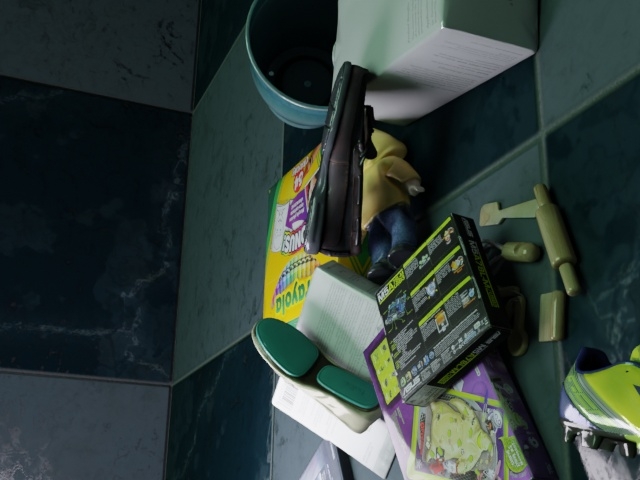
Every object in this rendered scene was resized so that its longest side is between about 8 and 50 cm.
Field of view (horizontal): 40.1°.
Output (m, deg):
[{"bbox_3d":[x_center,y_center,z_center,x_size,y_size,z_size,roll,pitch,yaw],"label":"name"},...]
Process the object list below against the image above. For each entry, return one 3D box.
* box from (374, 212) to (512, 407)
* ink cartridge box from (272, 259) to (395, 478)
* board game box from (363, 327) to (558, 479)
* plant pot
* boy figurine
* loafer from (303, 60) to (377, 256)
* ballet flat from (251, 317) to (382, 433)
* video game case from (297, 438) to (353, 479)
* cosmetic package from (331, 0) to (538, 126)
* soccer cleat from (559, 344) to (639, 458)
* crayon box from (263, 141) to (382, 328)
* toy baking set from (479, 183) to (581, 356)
[{"bbox_3d":[0.154,0.093,1.150,0.190,0.045,0.184,-51,35,37],"label":"box"},{"bbox_3d":[0.061,0.205,1.408,0.239,0.060,0.275,29,115,24],"label":"ink cartridge box"},{"bbox_3d":[0.167,0.221,1.160,0.208,0.056,0.346,-59,33,35],"label":"board game box"},{"bbox_3d":[-0.012,-0.331,1.647,0.255,0.272,0.271,125,150,-76],"label":"plant pot"},{"bbox_3d":[0.104,-0.061,1.432,0.177,0.092,0.285,-47,36,39],"label":"boy figurine"},{"bbox_3d":[0.044,-0.118,1.340,0.109,0.095,0.302,-98,19,-73],"label":"loafer"},{"bbox_3d":[-0.012,0.217,1.382,0.248,0.086,0.086,34,122,22],"label":"ballet flat"},{"bbox_3d":[-0.003,0.495,1.583,0.196,0.026,0.274,-104,31,-46],"label":"video game case"},{"bbox_3d":[0.158,-0.332,1.329,0.385,0.156,0.217,161,116,-68],"label":"cosmetic package"},{"bbox_3d":[0.322,0.142,0.798,0.289,0.094,0.121,165,119,-67],"label":"soccer cleat"},{"bbox_3d":[0.000,0.000,1.660,0.363,0.106,0.312,146,130,-62],"label":"crayon box"},{"bbox_3d":[0.249,0.027,1.114,0.196,0.030,0.256,125,147,-50],"label":"toy baking set"}]
